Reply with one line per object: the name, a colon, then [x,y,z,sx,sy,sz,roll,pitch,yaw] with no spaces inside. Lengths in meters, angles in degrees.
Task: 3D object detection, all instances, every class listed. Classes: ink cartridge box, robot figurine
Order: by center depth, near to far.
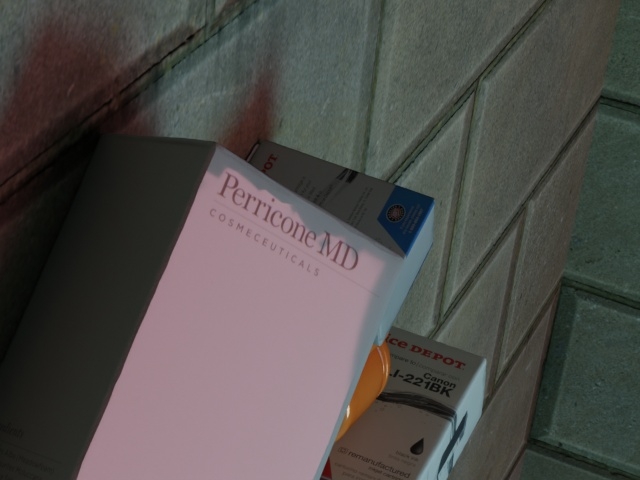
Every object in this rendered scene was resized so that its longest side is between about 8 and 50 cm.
ink cartridge box: [0.000,0.000,1.647,0.082,0.190,0.139,84,30,-55]
robot figurine: [0.001,0.157,1.918,0.219,0.128,0.158,-39,141,-58]
ink cartridge box: [0.065,0.235,2.066,0.273,0.197,0.114,-54,155,-44]

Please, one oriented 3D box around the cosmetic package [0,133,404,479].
cosmetic package: [-0.134,0.168,1.314,0.230,0.161,0.453,30,76,-38]
